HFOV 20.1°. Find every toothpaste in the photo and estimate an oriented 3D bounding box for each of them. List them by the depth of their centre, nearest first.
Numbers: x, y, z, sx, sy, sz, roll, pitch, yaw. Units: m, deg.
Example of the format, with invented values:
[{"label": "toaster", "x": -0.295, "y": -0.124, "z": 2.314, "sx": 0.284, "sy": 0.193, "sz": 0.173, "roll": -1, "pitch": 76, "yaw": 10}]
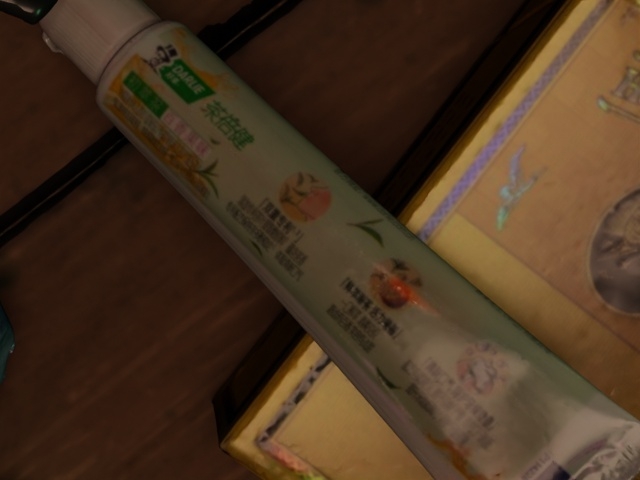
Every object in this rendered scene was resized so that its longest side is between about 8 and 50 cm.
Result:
[{"label": "toothpaste", "x": 0.000, "y": 0.000, "z": 0.744, "sx": 0.314, "sy": 0.058, "sz": 0.056, "roll": 45, "pitch": 50, "yaw": 13}]

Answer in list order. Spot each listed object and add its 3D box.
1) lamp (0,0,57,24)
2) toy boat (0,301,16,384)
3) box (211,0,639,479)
[{"label": "lamp", "x": -0.091, "y": -0.244, "z": 0.639, "sx": 0.205, "sy": 0.272, "sz": 0.374, "roll": 23, "pitch": 97, "yaw": -13}, {"label": "toy boat", "x": -0.211, "y": 0.088, "z": 0.769, "sx": 0.102, "sy": 0.088, "sz": 0.215, "roll": 24, "pitch": 69, "yaw": 6}, {"label": "box", "x": 0.117, "y": 0.021, "z": 0.814, "sx": 0.193, "sy": 0.084, "sz": 0.301, "roll": 37, "pitch": 95, "yaw": -12}]
